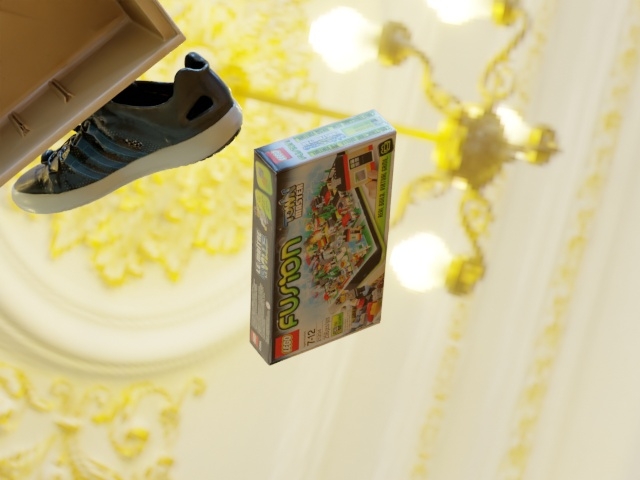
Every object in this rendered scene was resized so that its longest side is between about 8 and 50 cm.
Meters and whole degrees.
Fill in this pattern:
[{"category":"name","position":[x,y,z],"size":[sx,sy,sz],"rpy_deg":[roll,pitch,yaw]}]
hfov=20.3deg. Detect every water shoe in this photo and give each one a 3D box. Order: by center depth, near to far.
[{"category":"water shoe","position":[-0.157,-0.086,1.363],"size":[0.080,0.203,0.073],"rpy_deg":[62,-159,-23]}]

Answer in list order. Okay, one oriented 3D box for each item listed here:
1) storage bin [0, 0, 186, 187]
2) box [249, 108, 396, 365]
[{"category":"storage bin","position":[-0.287,-0.171,1.272],"size":[0.262,0.123,0.260],"rpy_deg":[-39,-67,-5]},{"category":"box","position":[0.000,0.000,1.450],"size":[0.114,0.036,0.207],"rpy_deg":[-21,-45,-25]}]
